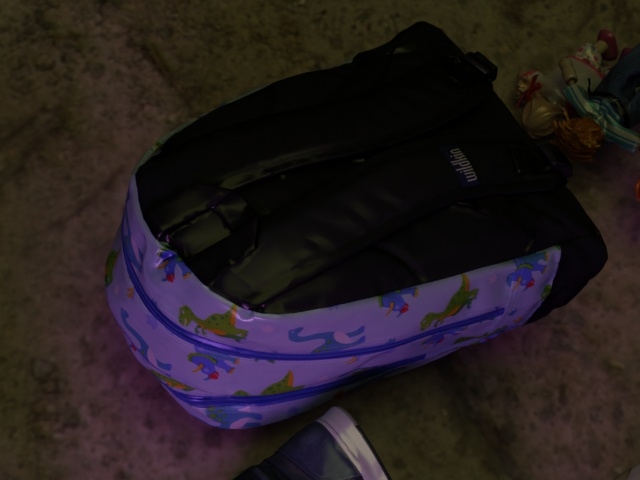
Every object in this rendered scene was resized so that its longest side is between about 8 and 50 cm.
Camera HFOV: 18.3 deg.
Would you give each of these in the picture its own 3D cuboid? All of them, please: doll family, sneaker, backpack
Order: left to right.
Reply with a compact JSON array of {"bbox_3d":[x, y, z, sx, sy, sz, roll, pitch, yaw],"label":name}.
[{"bbox_3d":[0.000,0.000,1.622,0.355,0.273,0.290,-15,60,-45],"label":"backpack"},{"bbox_3d":[0.009,0.261,1.529,0.163,0.086,0.226,-30,72,-20],"label":"sneaker"},{"bbox_3d":[0.293,-0.104,1.803,0.263,0.118,0.163,40,59,16],"label":"doll family"}]

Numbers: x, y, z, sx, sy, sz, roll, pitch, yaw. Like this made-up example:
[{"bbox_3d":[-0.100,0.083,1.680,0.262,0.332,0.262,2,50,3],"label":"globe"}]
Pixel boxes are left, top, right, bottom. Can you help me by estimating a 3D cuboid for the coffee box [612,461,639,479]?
[{"bbox_3d":[0.270,0.253,1.450,0.168,0.297,0.119,-29,62,-25],"label":"coffee box"}]
